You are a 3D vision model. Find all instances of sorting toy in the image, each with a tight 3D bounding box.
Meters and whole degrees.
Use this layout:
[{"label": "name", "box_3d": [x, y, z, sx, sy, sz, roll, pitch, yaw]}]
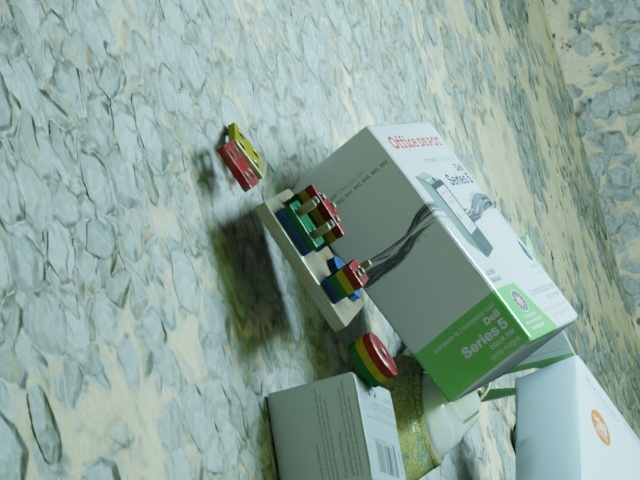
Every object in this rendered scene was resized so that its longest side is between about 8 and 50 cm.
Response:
[{"label": "sorting toy", "box_3d": [0.000, 0.000, 1.578, 0.274, 0.046, 0.132, 57, 11, -1]}]

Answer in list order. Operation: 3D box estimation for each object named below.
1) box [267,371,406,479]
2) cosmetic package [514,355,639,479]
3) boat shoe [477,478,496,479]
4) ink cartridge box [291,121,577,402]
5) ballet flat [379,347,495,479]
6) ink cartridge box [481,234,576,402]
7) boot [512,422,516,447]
[{"label": "box", "box_3d": [0.016, 0.182, 1.548, 0.101, 0.087, 0.102, 33, 43, -64]}, {"label": "cosmetic package", "box_3d": [0.357, 0.363, 2.032, 0.377, 0.097, 0.284, 51, 25, -30]}, {"label": "boat shoe", "box_3d": [0.208, 0.434, 1.916, 0.095, 0.112, 0.335, -20, 89, -54]}, {"label": "ink cartridge box", "box_3d": [0.120, 0.014, 1.775, 0.273, 0.115, 0.198, 53, 20, 10]}, {"label": "ballet flat", "box_3d": [0.126, 0.166, 1.845, 0.348, 0.123, 0.123, -45, 118, -69]}, {"label": "ink cartridge box", "box_3d": [0.202, 0.099, 2.033, 0.235, 0.171, 0.056, 55, 26, -47]}, {"label": "boot", "box_3d": [0.336, 0.279, 2.446, 0.236, 0.085, 0.178, 37, 17, -30]}]
